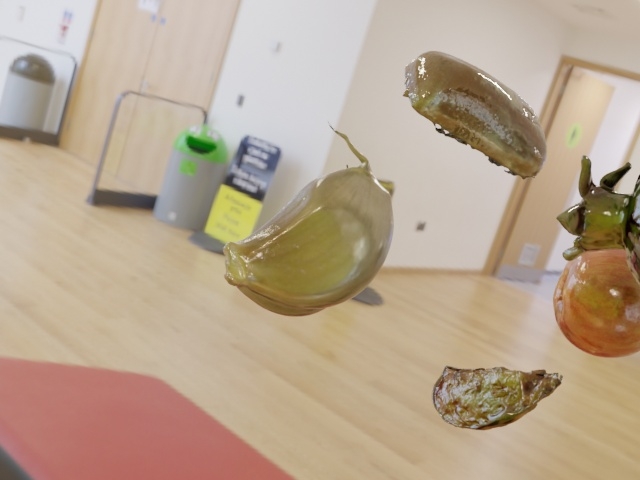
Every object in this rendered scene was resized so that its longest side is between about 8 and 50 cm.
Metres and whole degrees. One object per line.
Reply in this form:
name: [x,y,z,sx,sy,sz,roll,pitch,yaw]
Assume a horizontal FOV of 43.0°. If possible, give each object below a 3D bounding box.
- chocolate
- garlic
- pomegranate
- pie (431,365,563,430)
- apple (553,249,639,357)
chocolate: [0.245,-0.200,1.205,0.261,0.083,0.161,26,37,-23]
garlic: [0.000,0.000,1.513,0.246,0.340,0.231,38,-9,5]
pomegranate: [0.269,-0.015,0.588,0.169,0.148,0.148,32,16,32]
pie: [0.195,0.186,0.971,0.033,0.088,0.191,42,-27,-24]
apple: [0.503,0.104,1.442,0.164,0.209,0.209,5,8,10]
